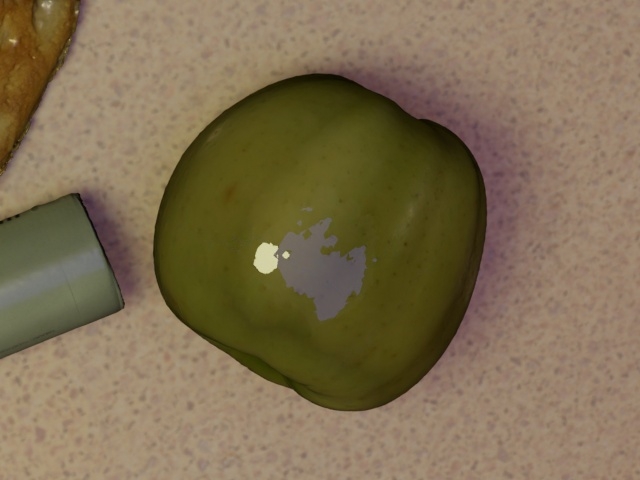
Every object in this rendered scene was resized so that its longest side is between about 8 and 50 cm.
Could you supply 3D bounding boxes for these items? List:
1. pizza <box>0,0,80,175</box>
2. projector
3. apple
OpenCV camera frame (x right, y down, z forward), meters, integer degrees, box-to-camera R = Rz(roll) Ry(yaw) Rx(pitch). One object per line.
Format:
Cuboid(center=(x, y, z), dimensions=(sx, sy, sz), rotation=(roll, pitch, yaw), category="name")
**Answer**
Cuboid(center=(-0.290, -0.148, 1.568), dimensions=(0.204, 0.081, 0.188), rotation=(-54, 134, -9), category="pizza")
Cuboid(center=(-0.329, 0.068, 1.587), dimensions=(0.338, 0.108, 0.108), rotation=(-22, 108, -10), category="projector")
Cuboid(center=(0.000, 0.000, 1.607), dimensions=(0.279, 0.279, 0.279), rotation=(-4, 104, -15), category="apple")
